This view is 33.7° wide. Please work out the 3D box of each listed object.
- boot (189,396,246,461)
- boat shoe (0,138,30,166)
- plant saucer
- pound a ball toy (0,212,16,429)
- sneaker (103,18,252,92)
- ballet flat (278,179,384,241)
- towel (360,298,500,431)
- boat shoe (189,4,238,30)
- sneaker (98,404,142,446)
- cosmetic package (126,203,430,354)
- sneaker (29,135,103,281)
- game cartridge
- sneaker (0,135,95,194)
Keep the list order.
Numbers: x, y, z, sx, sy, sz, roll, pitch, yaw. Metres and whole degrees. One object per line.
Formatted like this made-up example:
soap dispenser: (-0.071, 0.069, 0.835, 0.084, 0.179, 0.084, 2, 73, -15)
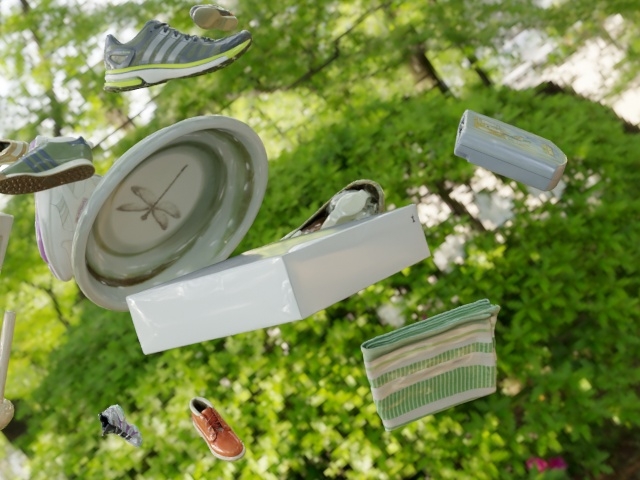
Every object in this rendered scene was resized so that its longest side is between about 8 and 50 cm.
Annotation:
boot: (-0.210, 0.377, 2.115, 0.059, 0.084, 0.158, -34, 48, -25)
boat shoe: (-0.704, -0.191, 2.254, 0.190, 0.068, 0.072, -9, -22, 30)
plant saucer: (-0.271, -0.062, 1.823, 0.400, 0.100, 0.400, -34, -32, -24)
pound a ball toy: (-0.532, 0.111, 1.610, 0.136, 0.208, 0.319, 13, -91, -86)
sneaker: (-0.279, -0.369, 2.023, 0.300, 0.121, 0.111, -13, 7, -1)
ballet flat: (0.000, 0.000, 2.010, 0.348, 0.123, 0.123, -42, 9, -27)
towel: (0.208, 0.232, 1.908, 0.248, 0.038, 0.325, -19, -34, -4)
boat shoe: (-0.217, -0.447, 2.098, 0.049, 0.043, 0.137, -50, -22, 23)
sneaker: (-0.393, 0.368, 2.041, 0.038, 0.098, 0.069, -52, -16, 28)
cosmetic package: (-0.050, 0.051, 1.550, 0.284, 0.097, 0.377, -18, 2, 34)
sneaker: (-0.506, -0.063, 2.147, 0.152, 0.305, 0.114, -5, 17, -15)
game cartridge: (0.341, -0.163, 1.896, 0.297, 0.198, 0.062, -61, -12, -73)
sneaker: (-0.515, -0.145, 1.963, 0.192, 0.086, 0.064, -12, -29, -1)
